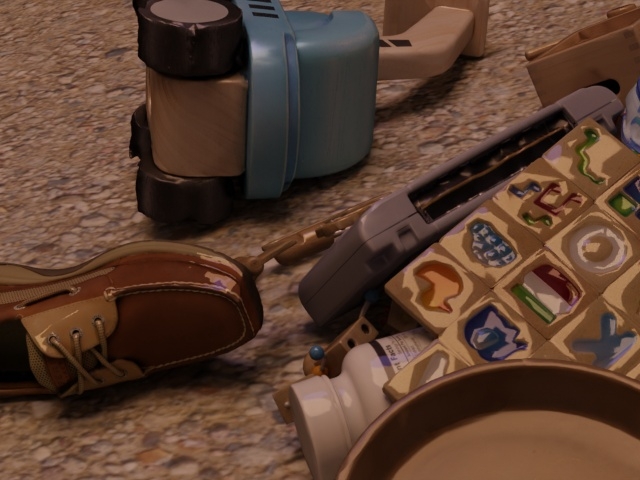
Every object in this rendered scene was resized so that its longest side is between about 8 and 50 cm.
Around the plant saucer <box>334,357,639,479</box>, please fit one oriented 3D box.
[{"bbox_3d":[0.141,0.194,0.963,0.277,0.041,0.278,-3,46,3],"label":"plant saucer"}]

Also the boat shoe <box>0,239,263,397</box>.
[{"bbox_3d":[-0.208,0.086,1.309,0.324,0.123,0.120,-8,31,23],"label":"boat shoe"}]

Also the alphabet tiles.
[{"bbox_3d":[0.225,0.060,1.103,0.342,0.011,0.285,-38,67,-21],"label":"alphabet tiles"}]

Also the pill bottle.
[{"bbox_3d":[0.079,0.120,1.135,0.193,0.108,0.108,-15,28,-9],"label":"pill bottle"}]

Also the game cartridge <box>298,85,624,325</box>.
[{"bbox_3d":[0.119,-0.028,1.346,0.294,0.196,0.060,-29,77,-28],"label":"game cartridge"}]

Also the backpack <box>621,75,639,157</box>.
[{"bbox_3d":[0.435,-0.076,1.277,0.355,0.273,0.290,-14,30,25],"label":"backpack"}]

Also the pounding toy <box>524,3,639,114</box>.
[{"bbox_3d":[0.305,-0.183,1.595,0.181,0.094,0.206,-17,11,38],"label":"pounding toy"}]

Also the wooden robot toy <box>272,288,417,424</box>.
[{"bbox_3d":[0.015,0.111,1.250,0.079,0.076,0.173,-34,6,44],"label":"wooden robot toy"}]

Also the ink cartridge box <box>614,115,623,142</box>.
[{"bbox_3d":[0.321,-0.111,1.558,0.224,0.056,0.181,2,29,20],"label":"ink cartridge box"}]

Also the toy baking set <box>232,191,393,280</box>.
[{"bbox_3d":[-0.007,0.003,1.397,0.196,0.030,0.256,-22,2,10],"label":"toy baking set"}]

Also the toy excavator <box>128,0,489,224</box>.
[{"bbox_3d":[0.008,-0.193,1.707,0.445,0.222,0.433,0,25,-10],"label":"toy excavator"}]
